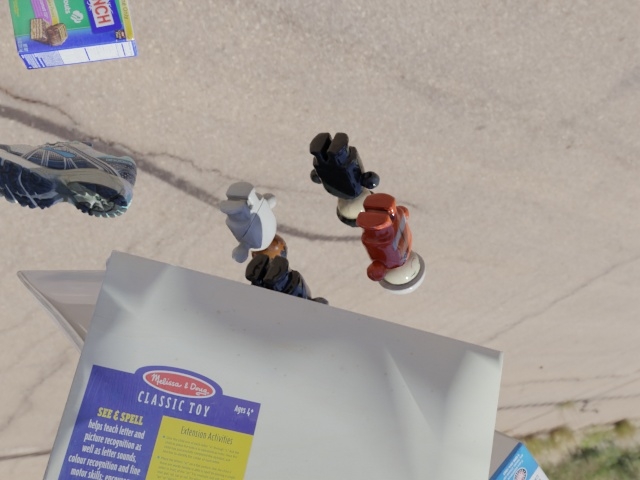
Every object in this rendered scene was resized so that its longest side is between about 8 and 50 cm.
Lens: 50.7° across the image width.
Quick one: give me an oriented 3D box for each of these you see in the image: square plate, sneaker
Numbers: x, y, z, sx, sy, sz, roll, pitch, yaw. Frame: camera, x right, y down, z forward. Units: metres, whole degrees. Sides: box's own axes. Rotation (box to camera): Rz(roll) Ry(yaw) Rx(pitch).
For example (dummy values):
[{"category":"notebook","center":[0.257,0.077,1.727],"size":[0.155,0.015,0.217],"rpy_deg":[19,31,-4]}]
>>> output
[{"category":"square plate","center":[-0.208,0.130,0.966],"size":[0.347,0.344,0.049],"rpy_deg":[4,108,-44]},{"category":"sneaker","center":[-0.462,-0.123,1.200],"size":[0.283,0.122,0.110],"rpy_deg":[14,137,-2]}]

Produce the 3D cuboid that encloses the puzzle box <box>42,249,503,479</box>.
[{"category":"puzzle box","center":[-0.032,0.189,0.635],"size":[0.409,0.272,0.052],"rpy_deg":[17,164,-13]}]

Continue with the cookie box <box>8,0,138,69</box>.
[{"category":"cookie box","center":[-0.237,-0.220,0.649],"size":[0.107,0.092,0.040],"rpy_deg":[-11,174,-11]}]

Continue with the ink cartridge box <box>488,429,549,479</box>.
[{"category":"ink cartridge box","center":[0.264,0.428,1.050],"size":[0.171,0.232,0.168],"rpy_deg":[-43,-161,-20]}]

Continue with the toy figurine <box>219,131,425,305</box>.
[{"category":"toy figurine","center":[0.000,0.000,0.817],"size":[0.209,0.213,0.148],"rpy_deg":[-31,137,-2]}]
